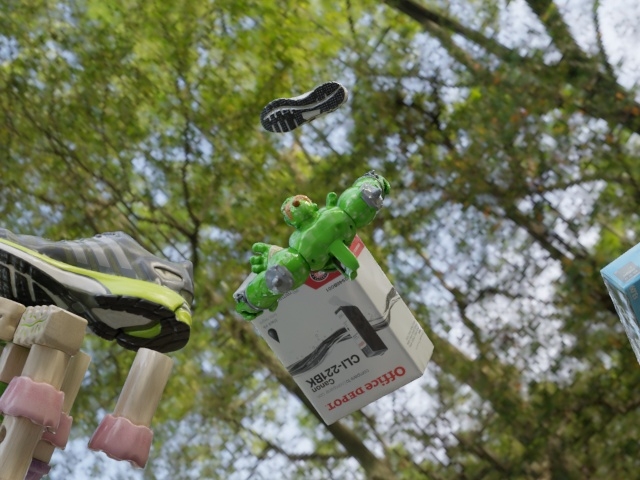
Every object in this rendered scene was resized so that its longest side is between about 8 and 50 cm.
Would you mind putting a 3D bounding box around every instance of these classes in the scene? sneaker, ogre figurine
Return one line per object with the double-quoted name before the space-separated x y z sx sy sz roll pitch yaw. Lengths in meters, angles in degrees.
"sneaker" -0.289 0.040 1.334 0.300 0.121 0.111 20 -51 -5
"ogre figurine" 0.000 0.000 1.091 0.197 0.096 0.118 -23 -2 -11
"sneaker" -0.016 -0.149 1.267 0.109 0.040 0.044 -16 0 17

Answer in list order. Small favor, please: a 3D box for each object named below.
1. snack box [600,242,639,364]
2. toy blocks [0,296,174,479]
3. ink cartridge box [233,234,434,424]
"snack box" 0.515 0.109 1.518 0.187 0.060 0.322 -35 -55 -4
"toy blocks" -0.374 0.193 1.193 0.309 0.289 0.260 30 -110 -29
"ink cartridge box" 0.025 0.132 1.787 0.197 0.272 0.114 -32 10 24
